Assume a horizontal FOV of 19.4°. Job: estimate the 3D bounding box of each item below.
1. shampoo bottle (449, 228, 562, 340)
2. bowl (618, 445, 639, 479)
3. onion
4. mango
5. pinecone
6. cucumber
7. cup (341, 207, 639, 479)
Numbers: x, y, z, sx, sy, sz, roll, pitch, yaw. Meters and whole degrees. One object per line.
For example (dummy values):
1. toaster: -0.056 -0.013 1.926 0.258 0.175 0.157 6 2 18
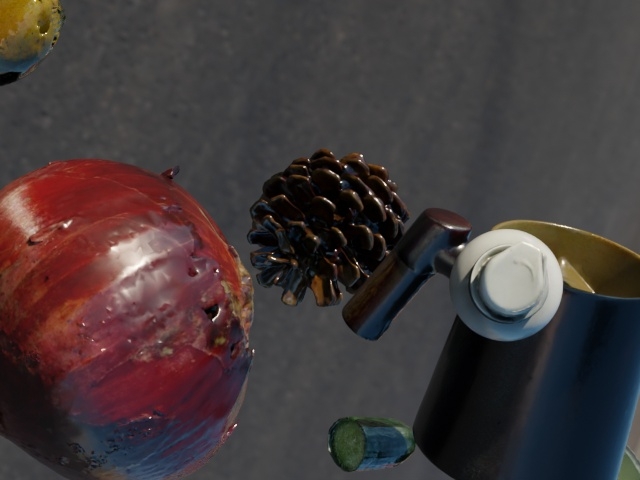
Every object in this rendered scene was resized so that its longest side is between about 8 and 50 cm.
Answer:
1. shampoo bottle: 0.119 0.029 1.193 0.192 0.074 0.074 7 105 -86
2. bowl: 0.229 0.283 1.923 0.211 0.211 0.112 -65 -162 -9
3. onion: -0.175 0.074 1.496 0.276 0.276 0.276 -54 157 -36
4. mango: -0.390 -0.253 2.054 0.151 0.249 0.156 -60 142 -34
5. pinecone: -0.002 -0.004 1.907 0.165 0.163 0.163 -42 148 -52
6. cucumber: 0.050 0.177 1.619 0.105 0.048 0.048 9 103 -54
7. cup: 0.138 0.083 1.444 0.166 0.239 0.177 -84 -172 -68
